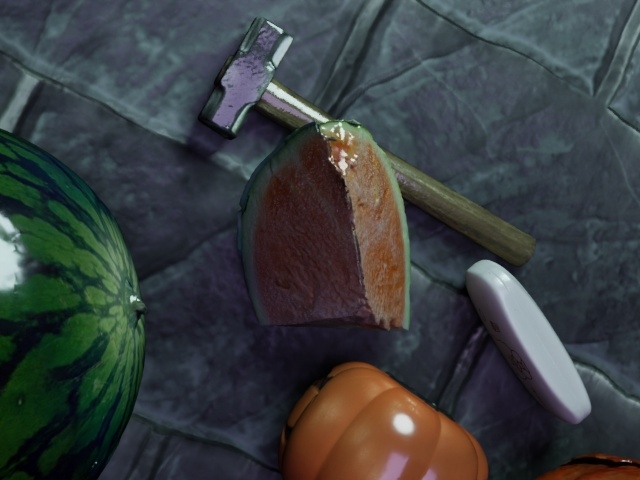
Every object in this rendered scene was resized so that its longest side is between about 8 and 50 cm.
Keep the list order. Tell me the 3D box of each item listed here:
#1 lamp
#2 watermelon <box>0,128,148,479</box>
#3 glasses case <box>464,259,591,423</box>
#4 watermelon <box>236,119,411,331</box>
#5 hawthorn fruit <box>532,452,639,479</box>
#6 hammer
[{"bbox_3d":[0.050,0.208,0.674,0.187,0.187,0.164,36,88,-12],"label":"lamp"},{"bbox_3d":[-0.298,0.080,0.518,0.363,0.363,0.364,-1,94,-12],"label":"watermelon"},{"bbox_3d":[0.210,0.103,0.756,0.049,0.074,0.193,-34,100,-8],"label":"glasses case"},{"bbox_3d":[-0.007,-0.006,0.689,0.146,0.128,0.231,-1,112,26],"label":"watermelon"},{"bbox_3d":[0.293,0.358,0.711,0.307,0.276,0.276,41,85,-26],"label":"hawthorn fruit"},{"bbox_3d":[0.063,-0.075,0.735,0.365,0.043,0.111,30,86,-15],"label":"hammer"}]
